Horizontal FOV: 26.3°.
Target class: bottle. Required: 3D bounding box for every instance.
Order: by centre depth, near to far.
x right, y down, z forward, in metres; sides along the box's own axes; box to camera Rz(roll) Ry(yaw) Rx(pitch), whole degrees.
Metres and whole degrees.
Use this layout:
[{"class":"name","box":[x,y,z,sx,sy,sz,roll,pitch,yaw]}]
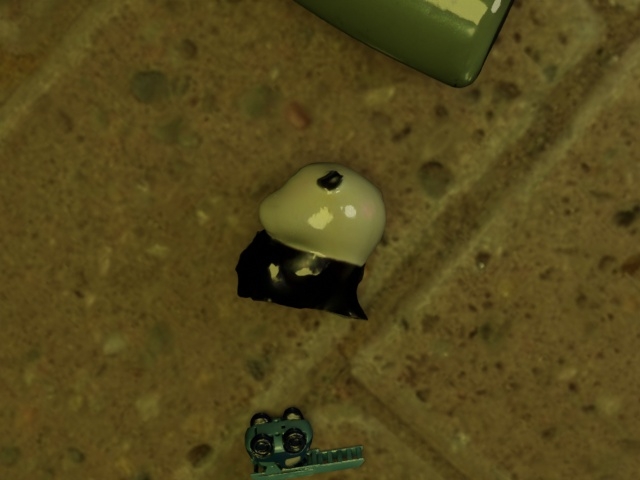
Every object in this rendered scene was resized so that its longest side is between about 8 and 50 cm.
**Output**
[{"class":"bottle","box":[0.041,-0.307,1.473,0.347,0.168,0.168,27,99,4]}]

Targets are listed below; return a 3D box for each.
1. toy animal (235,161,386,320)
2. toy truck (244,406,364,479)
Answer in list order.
[{"class":"toy animal","box":[0.000,0.000,1.535,0.138,0.166,0.179,25,103,34]},{"class":"toy truck","box":[-0.020,0.239,1.608,0.136,0.063,0.074,-9,117,3]}]
